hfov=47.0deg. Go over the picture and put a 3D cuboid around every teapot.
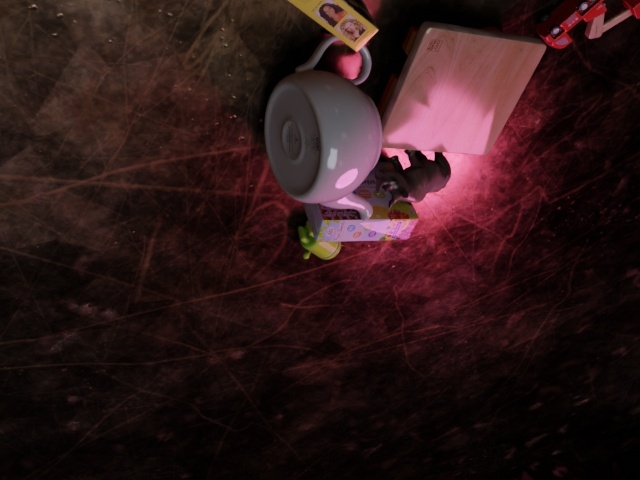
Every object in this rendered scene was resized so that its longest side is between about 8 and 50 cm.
[{"bbox_3d":[0.026,-0.195,1.330,0.187,0.252,0.256,-12,152,-30],"label":"teapot"}]

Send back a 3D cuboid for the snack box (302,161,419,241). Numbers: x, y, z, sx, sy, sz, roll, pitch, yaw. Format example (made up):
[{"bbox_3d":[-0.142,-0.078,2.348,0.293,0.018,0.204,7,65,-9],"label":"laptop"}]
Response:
[{"bbox_3d":[0.071,-0.082,1.494,0.207,0.174,0.070,0,136,-20],"label":"snack box"}]

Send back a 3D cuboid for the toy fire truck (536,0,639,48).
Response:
[{"bbox_3d":[0.519,-0.428,1.398,0.192,0.047,0.135,-41,136,23],"label":"toy fire truck"}]

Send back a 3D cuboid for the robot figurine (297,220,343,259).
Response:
[{"bbox_3d":[0.000,0.000,1.634,0.101,0.067,0.115,-35,137,20],"label":"robot figurine"}]

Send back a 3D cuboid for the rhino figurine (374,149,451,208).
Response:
[{"bbox_3d":[0.183,-0.129,1.470,0.073,0.106,0.243,-25,-178,43],"label":"rhino figurine"}]

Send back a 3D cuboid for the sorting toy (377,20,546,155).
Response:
[{"bbox_3d":[0.250,-0.296,1.401,0.256,0.089,0.257,1,134,-23],"label":"sorting toy"}]

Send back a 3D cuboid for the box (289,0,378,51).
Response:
[{"bbox_3d":[-0.009,-0.403,1.190,0.232,0.087,0.058,24,124,-40],"label":"box"}]
